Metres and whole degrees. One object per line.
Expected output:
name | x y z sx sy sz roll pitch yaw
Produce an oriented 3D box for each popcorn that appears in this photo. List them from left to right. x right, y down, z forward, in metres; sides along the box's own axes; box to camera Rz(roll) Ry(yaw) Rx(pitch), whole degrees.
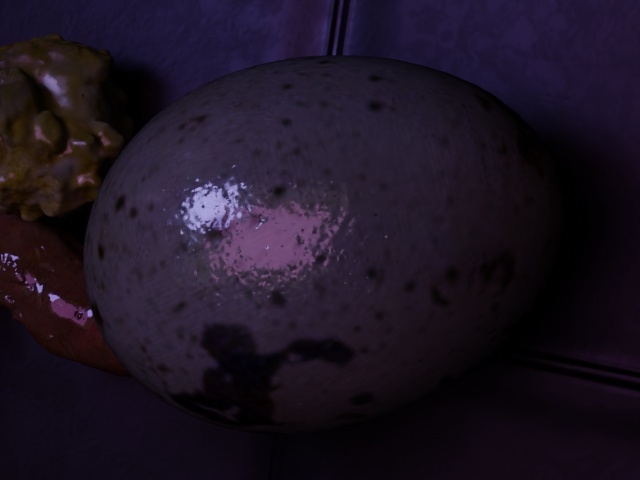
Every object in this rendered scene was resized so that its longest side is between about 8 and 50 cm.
popcorn | -0.241 -0.098 1.475 0.173 0.173 0.142 30 139 23

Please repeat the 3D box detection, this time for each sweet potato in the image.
sweet potato | -0.236 0.043 1.504 0.354 0.095 0.106 32 149 24

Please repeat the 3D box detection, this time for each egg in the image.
egg | 0.000 0.000 1.279 0.379 0.287 0.288 -16 83 13
